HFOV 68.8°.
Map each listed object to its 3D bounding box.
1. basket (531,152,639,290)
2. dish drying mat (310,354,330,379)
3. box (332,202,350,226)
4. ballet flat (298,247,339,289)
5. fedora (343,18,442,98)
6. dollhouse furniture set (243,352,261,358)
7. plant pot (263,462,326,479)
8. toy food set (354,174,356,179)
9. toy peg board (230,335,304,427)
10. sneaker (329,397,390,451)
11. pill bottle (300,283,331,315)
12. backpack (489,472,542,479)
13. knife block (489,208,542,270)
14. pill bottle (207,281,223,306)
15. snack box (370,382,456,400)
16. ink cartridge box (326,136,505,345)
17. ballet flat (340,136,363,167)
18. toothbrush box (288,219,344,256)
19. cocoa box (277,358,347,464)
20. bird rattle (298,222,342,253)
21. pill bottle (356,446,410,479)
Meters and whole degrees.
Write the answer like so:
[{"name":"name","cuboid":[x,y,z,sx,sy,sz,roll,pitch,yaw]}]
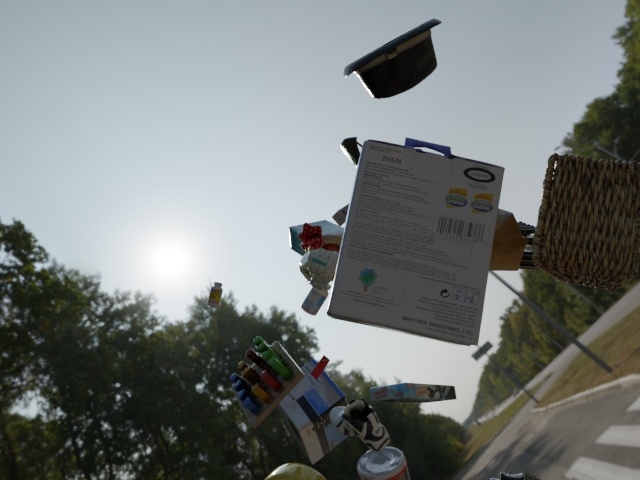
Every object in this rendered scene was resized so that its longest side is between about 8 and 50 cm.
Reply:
[{"name":"basket","cuboid":[0.653,-0.042,1.173,0.213,0.223,0.299,44,-123,-66]},{"name":"dish drying mat","cuboid":[0.000,0.447,1.648,0.083,0.032,0.008,-52,14,-23]},{"name":"box","cuboid":[0.183,-0.168,2.262,0.324,0.063,0.067,-34,-7,-41]},{"name":"ballet flat","cuboid":[-0.010,0.090,1.672,0.147,0.147,0.409,-39,-4,-11]},{"name":"fedora","cuboid":[0.245,-0.553,1.478,0.334,0.334,0.153,-35,-71,-19]},{"name":"dollhouse furniture set","cuboid":[-0.219,0.458,1.746,0.091,0.114,0.081,2,-97,-64]},{"name":"plant pot","cuboid":[-0.104,0.808,1.327,0.254,0.254,0.239,-52,-16,11]},{"name":"toy food set","cuboid":[0.236,-0.244,1.962,0.192,0.038,0.132,-20,-47,-19]},{"name":"toy peg board","cuboid":[-0.146,0.314,1.093,0.160,0.161,0.079,-44,-60,-9]},{"name":"sneaker","cuboid":[0.097,0.526,1.421,0.094,0.235,0.153,-30,-66,-25]},{"name":"pill bottle","cuboid":[-0.017,0.261,2.163,0.160,0.087,0.087,-58,-30,8]},{"name":"backpack","cuboid":[0.744,0.976,1.705,0.253,0.225,0.191,27,-36,-33]},{"name":"knife block","cuboid":[0.483,0.040,1.268,0.275,0.088,0.242,-41,-61,-8]},{"name":"pill bottle","cuboid":[-0.366,0.188,1.632,0.043,0.043,0.083,40,-123,-61]},{"name":"snack box","cuboid":[0.384,0.629,1.920,0.321,0.060,0.187,16,-29,-35]},{"name":"ink cartridge box","cuboid":[0.182,-0.022,0.892,0.151,0.269,0.396,91,-168,-80]},{"name":"ballet flat","cuboid":[0.191,-0.338,2.067,0.096,0.281,0.095,-28,0,-8]},{"name":"toothbrush box","cuboid":[0.000,0.000,2.296,0.216,0.295,0.126,-12,-72,-25]},{"name":"cocoa box","cuboid":[-0.029,0.713,1.946,0.228,0.231,0.347,-31,-42,-20]},{"name":"bird rattle","cuboid":[0.008,0.027,1.965,0.206,0.143,0.254,-4,-49,-9]},{"name":"pill bottle","cuboid":[0.224,0.838,1.510,0.161,0.161,0.283,-19,-82,-40]}]
